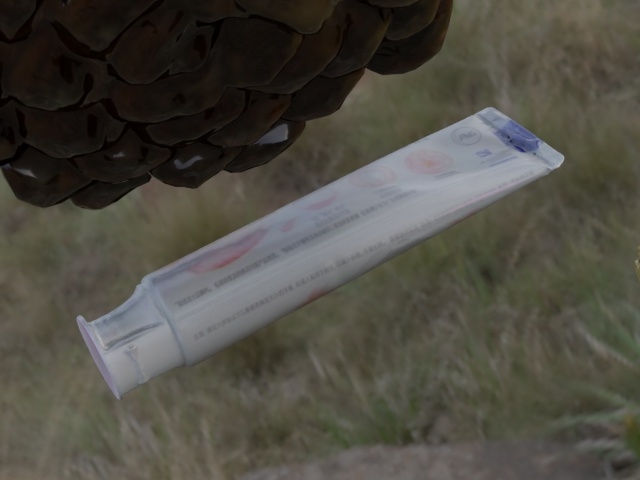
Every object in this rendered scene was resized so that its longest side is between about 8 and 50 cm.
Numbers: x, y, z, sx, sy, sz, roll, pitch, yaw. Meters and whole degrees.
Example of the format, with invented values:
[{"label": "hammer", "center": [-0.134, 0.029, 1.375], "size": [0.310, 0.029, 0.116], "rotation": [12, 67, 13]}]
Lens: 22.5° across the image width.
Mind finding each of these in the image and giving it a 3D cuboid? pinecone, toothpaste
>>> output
[{"label": "pinecone", "center": [-0.112, -0.212, 0.762], "size": [0.397, 0.398, 0.398], "rotation": [-21, 29, 12]}, {"label": "toothpaste", "center": [0.000, 0.000, 1.037], "size": [0.323, 0.066, 0.100], "rotation": [-28, 34, -13]}]

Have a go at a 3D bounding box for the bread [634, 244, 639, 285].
[{"label": "bread", "center": [0.397, -0.025, 1.437], "size": [0.235, 0.210, 0.099], "rotation": [-17, 67, -4]}]
